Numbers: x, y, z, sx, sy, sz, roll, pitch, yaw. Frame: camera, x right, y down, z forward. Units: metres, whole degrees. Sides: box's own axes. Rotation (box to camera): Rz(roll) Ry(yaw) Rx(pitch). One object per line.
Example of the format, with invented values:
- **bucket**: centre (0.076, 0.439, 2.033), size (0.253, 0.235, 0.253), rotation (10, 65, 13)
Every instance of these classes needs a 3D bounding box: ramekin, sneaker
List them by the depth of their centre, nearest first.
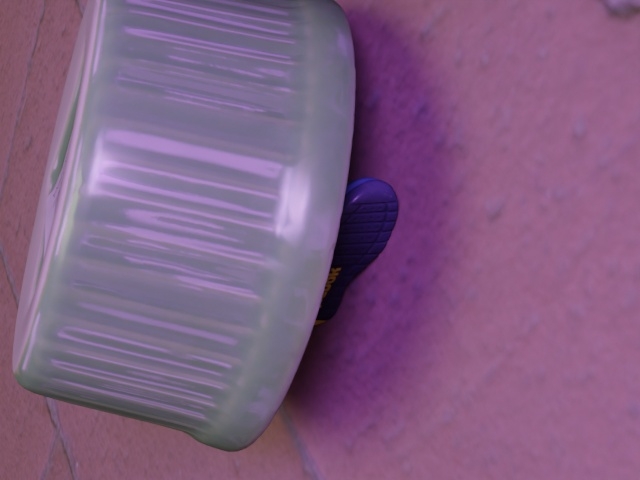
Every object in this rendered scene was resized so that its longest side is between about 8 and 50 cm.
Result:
- **ramekin**: centre (-0.099, -0.026, 0.747), size (0.303, 0.148, 0.303), rotation (-168, 90, -74)
- **sneaker**: centre (0.000, 0.000, 0.755), size (0.144, 0.053, 0.059), rotation (-54, 43, 43)
